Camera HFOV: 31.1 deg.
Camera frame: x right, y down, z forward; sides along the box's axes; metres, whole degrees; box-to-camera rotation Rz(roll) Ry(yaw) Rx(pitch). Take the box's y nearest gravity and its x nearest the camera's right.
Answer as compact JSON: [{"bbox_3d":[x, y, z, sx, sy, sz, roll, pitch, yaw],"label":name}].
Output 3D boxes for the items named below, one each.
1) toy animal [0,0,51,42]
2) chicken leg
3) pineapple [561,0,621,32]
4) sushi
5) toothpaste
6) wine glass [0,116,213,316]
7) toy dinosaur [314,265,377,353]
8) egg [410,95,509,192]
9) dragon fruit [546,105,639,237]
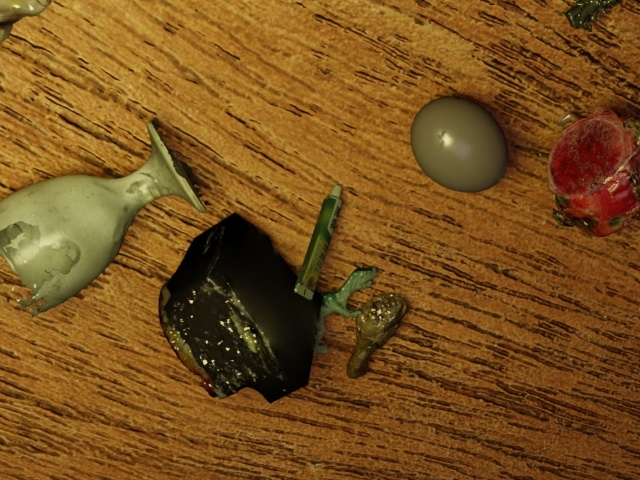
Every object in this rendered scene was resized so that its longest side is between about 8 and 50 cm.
[{"bbox_3d":[-0.472,-0.375,1.554,0.169,0.121,0.233,-32,137,21],"label":"toy animal"},{"bbox_3d":[0.091,0.178,2.126,0.085,0.069,0.198,-8,133,-43],"label":"chicken leg"},{"bbox_3d":[0.469,-0.427,1.866,0.108,0.108,0.197,22,120,-29],"label":"pineapple"},{"bbox_3d":[-0.148,0.132,1.901,0.212,0.215,0.227,-32,118,27],"label":"sushi"},{"bbox_3d":[0.000,0.000,1.938,0.049,0.031,0.204,34,68,-46],"label":"toothpaste"},{"bbox_3d":[-0.357,-0.032,1.764,0.357,0.190,0.190,-31,125,-5],"label":"wine glass"},{"bbox_3d":[-0.060,0.164,2.056,0.383,0.076,0.129,-26,119,-7],"label":"toy dinosaur"},{"bbox_3d":[0.233,-0.156,1.913,0.146,0.146,0.199,-42,131,9],"label":"egg"},{"bbox_3d":[0.490,-0.135,1.979,0.147,0.211,0.282,35,125,-25],"label":"dragon fruit"}]
